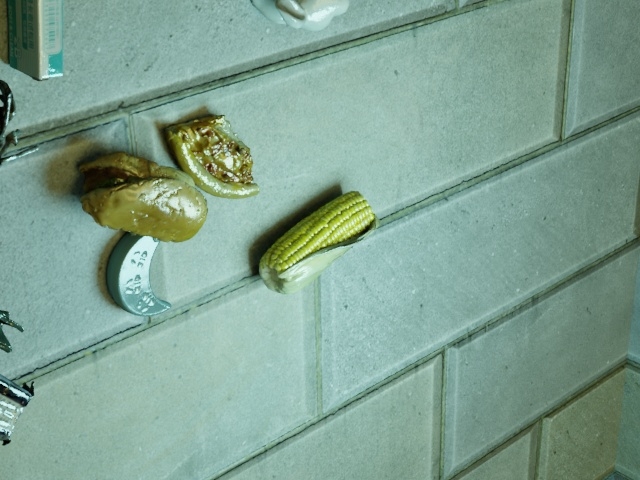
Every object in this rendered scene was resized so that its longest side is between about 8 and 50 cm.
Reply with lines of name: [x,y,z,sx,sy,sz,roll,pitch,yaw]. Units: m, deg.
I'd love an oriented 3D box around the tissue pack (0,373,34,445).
tissue pack: [-0.652,0.180,1.789,0.361,0.259,0.122,43,65,-48]

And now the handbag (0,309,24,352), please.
handbag: [-0.609,0.076,1.787,0.260,0.248,0.079,38,75,-47]

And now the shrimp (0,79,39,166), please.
shrimp: [-0.553,-0.144,1.815,0.222,0.166,0.410,7,100,-19]

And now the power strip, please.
power strip: [-0.340,0.049,2.202,0.137,0.044,0.215,-19,122,-38]

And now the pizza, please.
pizza: [-0.200,-0.157,2.238,0.134,0.056,0.271,-47,137,-8]

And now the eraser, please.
eraser: [-0.452,-0.374,1.844,0.052,0.096,0.225,-16,120,-41]

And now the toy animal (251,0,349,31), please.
toy animal: [-0.030,-0.495,2.195,0.179,0.127,0.193,0,110,-43]

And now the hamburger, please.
hamburger: [-0.301,-0.075,2.099,0.262,0.131,0.124,16,59,-49]

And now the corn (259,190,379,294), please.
corn: [0.001,0.004,2.468,0.305,0.122,0.123,-36,167,-29]
